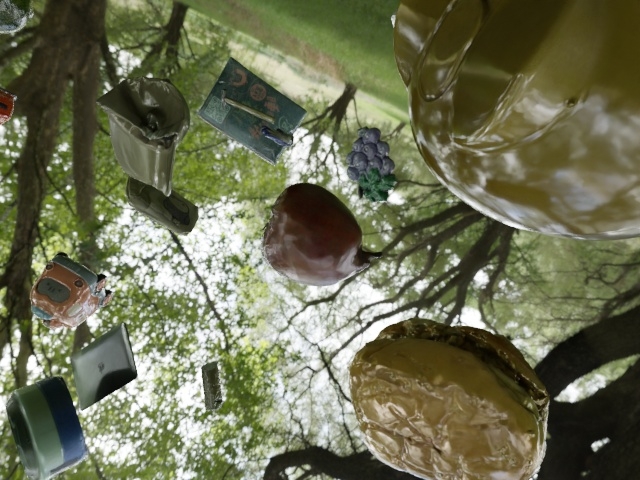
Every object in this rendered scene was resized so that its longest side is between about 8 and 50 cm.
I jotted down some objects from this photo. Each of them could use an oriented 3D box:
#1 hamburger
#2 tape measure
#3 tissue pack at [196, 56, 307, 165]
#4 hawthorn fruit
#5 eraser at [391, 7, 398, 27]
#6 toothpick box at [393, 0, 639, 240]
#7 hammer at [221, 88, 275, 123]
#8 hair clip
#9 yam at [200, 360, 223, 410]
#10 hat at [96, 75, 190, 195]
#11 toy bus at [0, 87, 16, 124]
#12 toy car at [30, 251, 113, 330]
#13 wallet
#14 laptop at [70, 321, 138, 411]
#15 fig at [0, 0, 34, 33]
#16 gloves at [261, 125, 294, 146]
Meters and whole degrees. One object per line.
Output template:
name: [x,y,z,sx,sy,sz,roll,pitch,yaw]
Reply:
hamburger: [0.196,0.269,0.640,0.319,0.318,0.158,30,-140,15]
tape measure: [-0.739,0.510,1.092,0.138,0.262,0.259,-19,-101,-40]
tissue pack: [-0.233,-0.440,1.406,0.316,0.228,0.103,32,-171,-13]
hawthorn fruit: [-0.021,-0.007,1.215,0.325,0.308,0.308,29,-165,-27]
eraser: [0.184,-0.394,0.760,0.105,0.026,0.065,40,-176,27]
toothpick box: [0.338,-0.212,0.550,0.425,0.408,0.409,11,-158,-23]
hammer: [-0.214,-0.381,1.184,0.199,0.062,0.013,29,-141,19]
hair clip: [0.125,-0.185,1.012,0.124,0.195,0.052,-16,178,31]
yam: [-0.303,0.409,1.129,0.054,0.132,0.054,-4,-173,1]
hat: [-0.299,-0.190,0.751,0.166,0.173,0.144,27,-117,11]
toy bus: [-0.723,-0.261,0.840,0.079,0.174,0.077,24,-131,-65]
toy car: [-0.857,0.189,1.368,0.181,0.270,0.212,29,-126,1]
wallet: [-0.617,-0.153,1.588,0.335,0.068,0.274,37,-155,-32]
laptop: [-0.686,0.398,1.276,0.015,0.269,0.187,25,-144,-62]
fig: [-0.851,-0.662,1.029,0.195,0.244,0.195,6,-144,-5]
gloves: [-0.106,-0.259,0.995,0.086,0.026,0.064,17,-150,-14]
